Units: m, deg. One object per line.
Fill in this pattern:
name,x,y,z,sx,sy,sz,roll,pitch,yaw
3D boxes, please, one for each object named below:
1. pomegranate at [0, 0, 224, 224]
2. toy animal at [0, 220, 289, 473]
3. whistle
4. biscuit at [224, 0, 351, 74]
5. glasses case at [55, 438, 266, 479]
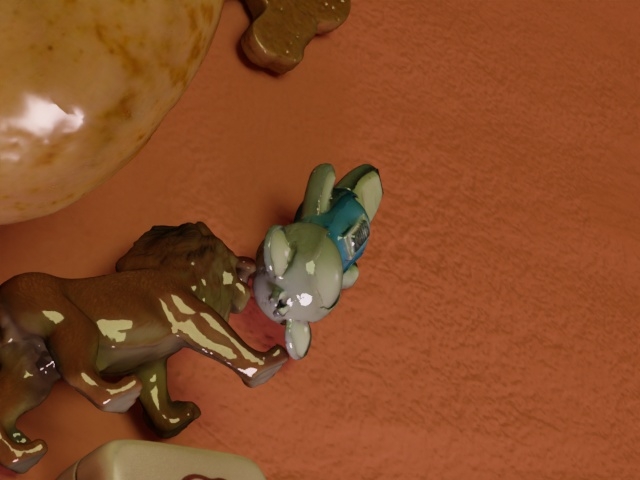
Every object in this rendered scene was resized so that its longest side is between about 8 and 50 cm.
pomegranate,-0.226,-0.187,1.125,0.342,0.342,0.342,27,45,-31
toy animal,-0.145,0.063,1.227,0.312,0.097,0.157,-9,57,-47
whistle,0.000,0.000,1.429,0.236,0.077,0.114,-54,134,-56
biscuit,-0.035,-0.246,1.606,0.144,0.040,0.236,55,36,-11
glasses case,-0.082,0.296,1.112,0.144,0.076,0.336,13,53,-40
